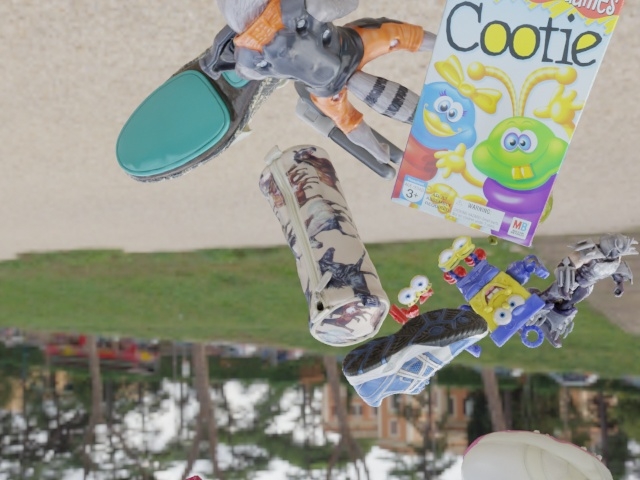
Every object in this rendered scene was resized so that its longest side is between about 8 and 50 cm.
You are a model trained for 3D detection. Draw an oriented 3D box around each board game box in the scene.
[{"bbox_3d":[0.176,-0.159,0.927,0.144,0.275,0.142,19,-146,8],"label":"board game box"}]

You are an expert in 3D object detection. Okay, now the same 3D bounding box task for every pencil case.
[{"bbox_3d":[0.000,0.000,2.017,0.160,0.410,0.183,-30,150,15],"label":"pencil case"}]

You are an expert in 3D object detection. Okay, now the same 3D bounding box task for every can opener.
[{"bbox_3d":[0.046,-0.218,1.993,0.280,0.074,0.093,40,-169,24],"label":"can opener"}]

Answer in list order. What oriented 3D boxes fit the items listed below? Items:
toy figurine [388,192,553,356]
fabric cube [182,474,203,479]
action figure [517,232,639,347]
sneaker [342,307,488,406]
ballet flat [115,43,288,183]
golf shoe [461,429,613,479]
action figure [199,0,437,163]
[{"bbox_3d":[0.324,0.085,1.752,0.362,0.217,0.191,-42,162,-1],"label":"toy figurine"},{"bbox_3d":[-0.211,0.486,1.206,0.259,0.258,0.254,-7,-136,-49],"label":"fabric cube"},{"bbox_3d":[0.464,0.077,1.808,0.185,0.099,0.285,6,141,-28],"label":"action figure"},{"bbox_3d":[0.137,0.161,1.416,0.211,0.081,0.080,-22,-155,1],"label":"sneaker"},{"bbox_3d":[-0.130,-0.253,1.635,0.483,0.164,0.182,-42,161,30],"label":"ballet flat"},{"bbox_3d":[0.225,0.265,0.890,0.140,0.115,0.306,-36,-147,-28],"label":"golf shoe"},{"bbox_3d":[0.032,-0.254,1.177,0.330,0.178,0.341,20,125,-33],"label":"action figure"}]
